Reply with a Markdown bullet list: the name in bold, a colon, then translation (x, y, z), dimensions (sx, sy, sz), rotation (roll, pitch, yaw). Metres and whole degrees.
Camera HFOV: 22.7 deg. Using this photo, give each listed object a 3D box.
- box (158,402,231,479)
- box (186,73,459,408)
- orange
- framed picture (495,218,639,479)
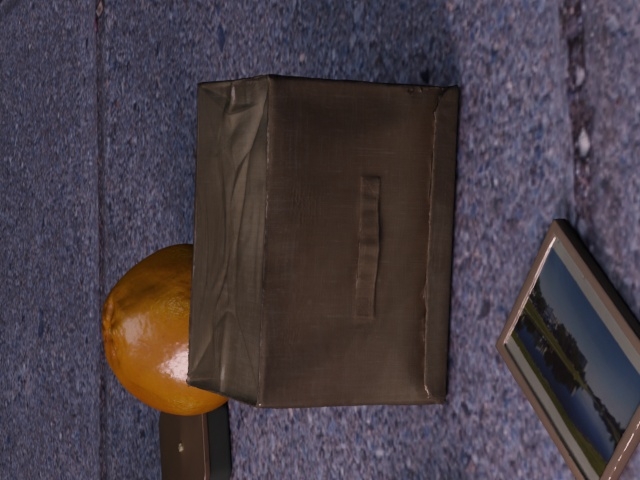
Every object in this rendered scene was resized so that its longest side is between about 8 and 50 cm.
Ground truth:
- **box**: translation (-0.122, 0.200, 1.542), dimensions (0.126, 0.031, 0.091), rotation (148, 120, -61)
- **box**: translation (0.000, 0.000, 1.159), dimensions (0.155, 0.149, 0.231), rotation (-172, 84, -65)
- **orange**: translation (-0.129, 0.080, 1.444), dimensions (0.159, 0.136, 0.159), rotation (-178, 90, -68)
- **framed picture**: translation (0.159, 0.073, 0.980), dimensions (0.149, 0.011, 0.109), rotation (-118, 38, -46)
